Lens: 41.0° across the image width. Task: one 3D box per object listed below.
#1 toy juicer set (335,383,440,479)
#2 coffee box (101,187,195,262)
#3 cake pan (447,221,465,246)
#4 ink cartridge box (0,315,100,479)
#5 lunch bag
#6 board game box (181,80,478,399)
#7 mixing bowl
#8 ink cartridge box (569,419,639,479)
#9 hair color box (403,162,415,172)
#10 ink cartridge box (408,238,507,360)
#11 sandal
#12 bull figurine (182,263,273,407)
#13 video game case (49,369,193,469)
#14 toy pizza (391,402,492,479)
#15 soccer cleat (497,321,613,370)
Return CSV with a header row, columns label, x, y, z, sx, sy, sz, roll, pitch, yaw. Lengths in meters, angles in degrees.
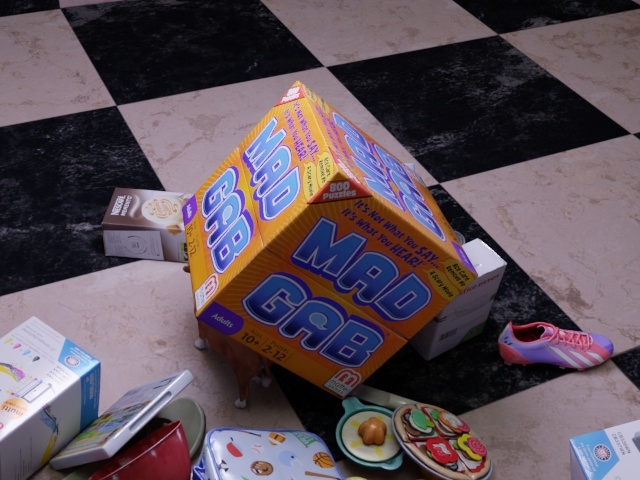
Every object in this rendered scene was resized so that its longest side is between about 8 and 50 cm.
label,x,y,z,sx,sy,sz,roll,pitch,yaw
toy juicer set,0.131,0.359,1.552,0.209,0.089,0.329,3,39,-2
coffee box,-0.361,-0.034,1.967,0.247,0.098,0.141,4,39,0
cake pan,0.167,0.028,1.865,0.293,0.054,0.293,-21,18,7
ink cartridge box,-0.527,0.286,1.489,0.171,0.168,0.233,30,41,18
lunch bag,-0.077,0.423,1.369,0.243,0.114,0.303,5,27,-26
board game box,0.000,0.000,1.599,0.357,0.356,0.356,34,20,-31
mixing bowl,-0.275,0.379,1.373,0.181,0.181,0.098,-34,92,-37
ink cartridge box,0.571,0.417,1.392,0.270,0.197,0.198,-16,41,1
hair color box,0.021,-0.113,2.022,0.375,0.113,0.185,-3,-1,-9
ink cartridge box,0.270,0.120,1.747,0.160,0.219,0.092,-21,50,-29
sandal,-0.320,0.373,1.493,0.120,0.086,0.303,33,47,29
bull figurine,-0.181,0.171,1.669,0.101,0.188,0.310,-15,44,-23
video game case,-0.347,0.314,1.490,0.206,0.227,0.026,-42,102,-41
toy pizza,0.222,0.354,1.534,0.201,0.032,0.201,21,24,-10
soccer cleat,0.488,0.210,1.760,0.248,0.095,0.083,1,40,-4
